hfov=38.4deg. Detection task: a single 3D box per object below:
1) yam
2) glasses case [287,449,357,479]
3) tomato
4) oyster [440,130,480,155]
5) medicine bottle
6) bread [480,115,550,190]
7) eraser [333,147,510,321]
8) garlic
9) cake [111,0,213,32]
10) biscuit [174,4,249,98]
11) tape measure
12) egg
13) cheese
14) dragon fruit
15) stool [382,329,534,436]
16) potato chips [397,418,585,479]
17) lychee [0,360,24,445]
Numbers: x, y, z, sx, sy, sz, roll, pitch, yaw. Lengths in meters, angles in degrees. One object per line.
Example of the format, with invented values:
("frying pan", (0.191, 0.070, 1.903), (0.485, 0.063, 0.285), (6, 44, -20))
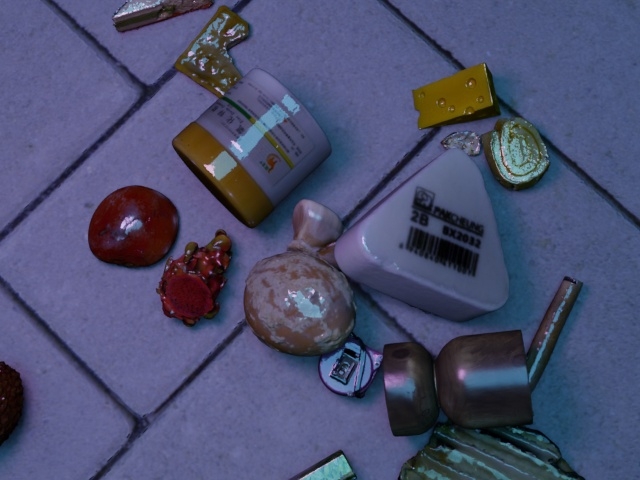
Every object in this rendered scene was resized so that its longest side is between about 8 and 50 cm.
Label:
("yam", (0.450, 0.194, 1.831), (0.046, 0.046, 0.264), (27, 83, 7))
("glasses case", (-0.061, 0.499, 1.766), (0.272, 0.095, 0.062), (-30, 84, -3))
("tomato", (-0.391, -0.034, 1.875), (0.189, 0.099, 0.173), (8, 82, 5))
("oyster", (0.292, -0.202, 1.925), (0.083, 0.019, 0.054), (2, 81, 0))
("medicine bottle", (-0.135, -0.184, 1.824), (0.232, 0.238, 0.238), (-45, 81, -7))
("bread", (0.401, -0.181, 1.894), (0.117, 0.064, 0.156), (-16, 78, -6))
("eraser", (0.185, 0.004, 1.780), (0.331, 0.150, 0.332), (5, 74, -18))
("garlic", (0.009, -0.010, 1.853), (0.174, 0.124, 0.099), (38, 51, -22))
("cake", (-0.350, -0.538, 1.974), (0.220, 0.086, 0.117), (-17, 80, -1))
("biscuit", (-0.199, -0.395, 1.967), (0.174, 0.039, 0.183), (32, 83, 9))
("tape measure", (0.057, 0.246, 1.819), (0.118, 0.074, 0.125), (25, 79, 7))
("egg", (-0.039, 0.126, 1.778), (0.245, 0.203, 0.203), (27, 80, 32))
("cheese", (0.278, -0.293, 1.916), (0.171, 0.126, 0.093), (-11, 85, 19))
("dragon fruit", (-0.242, 0.067, 1.842), (0.133, 0.150, 0.208), (35, 74, -22))
("stool", (0.260, 0.270, 1.735), (0.264, 0.179, 0.179), (-8, 79, 10))
("potato chips", (0.348, 0.530, 1.764), (0.429, 0.070, 0.359), (26, 84, 8))
("lychee", (-0.669, 0.314, 1.786), (0.188, 0.188, 0.188), (0, 79, 2))
